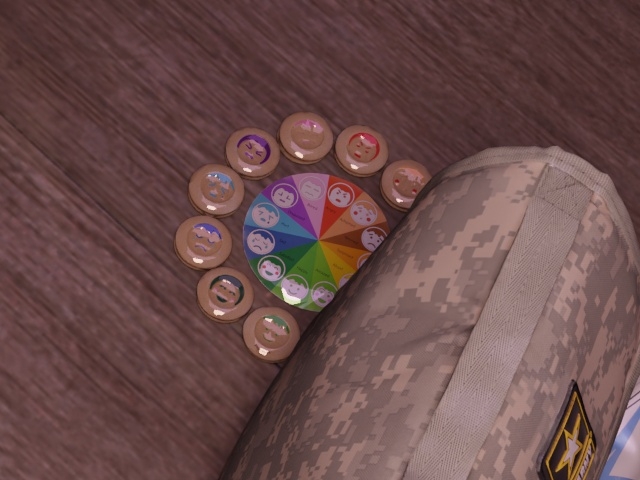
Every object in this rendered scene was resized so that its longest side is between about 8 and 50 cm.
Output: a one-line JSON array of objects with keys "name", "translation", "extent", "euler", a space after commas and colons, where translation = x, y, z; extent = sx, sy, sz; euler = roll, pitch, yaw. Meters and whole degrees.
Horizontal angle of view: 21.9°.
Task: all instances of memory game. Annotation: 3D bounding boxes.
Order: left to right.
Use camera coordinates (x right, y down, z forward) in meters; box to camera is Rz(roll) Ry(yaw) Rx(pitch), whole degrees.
[{"name": "memory game", "translation": [0.000, 0.000, 1.062], "extent": [0.186, 0.012, 0.186], "euler": [5, 64, -10]}]

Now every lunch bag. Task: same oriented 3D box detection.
[{"name": "lunch bag", "translation": [0.056, 0.105, 0.865], "extent": [0.169, 0.287, 0.235], "euler": [30, 64, -2]}]

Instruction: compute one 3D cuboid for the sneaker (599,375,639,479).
[{"name": "sneaker", "translation": [0.174, 0.130, 1.011], "extent": [0.086, 0.085, 0.237], "euler": [27, 63, 31]}]
